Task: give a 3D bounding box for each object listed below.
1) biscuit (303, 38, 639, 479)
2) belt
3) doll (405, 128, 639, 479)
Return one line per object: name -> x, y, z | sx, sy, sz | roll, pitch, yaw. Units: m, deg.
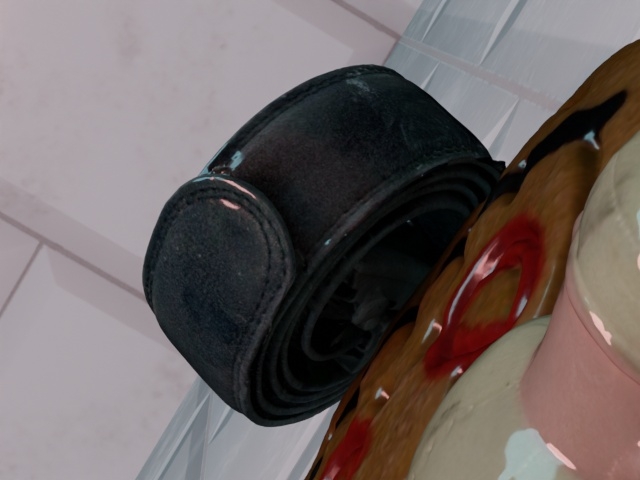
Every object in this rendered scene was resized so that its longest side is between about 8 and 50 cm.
biscuit -> 0.067, 0.068, 0.812 | 0.367, 0.063, 0.314 | -55, 6, 28
belt -> 0.000, 0.000, 0.967 | 0.206, 0.116, 0.267 | -46, -20, 1
doll -> 0.086, 0.054, 0.473 | 0.275, 0.113, 0.155 | -53, 12, 42
